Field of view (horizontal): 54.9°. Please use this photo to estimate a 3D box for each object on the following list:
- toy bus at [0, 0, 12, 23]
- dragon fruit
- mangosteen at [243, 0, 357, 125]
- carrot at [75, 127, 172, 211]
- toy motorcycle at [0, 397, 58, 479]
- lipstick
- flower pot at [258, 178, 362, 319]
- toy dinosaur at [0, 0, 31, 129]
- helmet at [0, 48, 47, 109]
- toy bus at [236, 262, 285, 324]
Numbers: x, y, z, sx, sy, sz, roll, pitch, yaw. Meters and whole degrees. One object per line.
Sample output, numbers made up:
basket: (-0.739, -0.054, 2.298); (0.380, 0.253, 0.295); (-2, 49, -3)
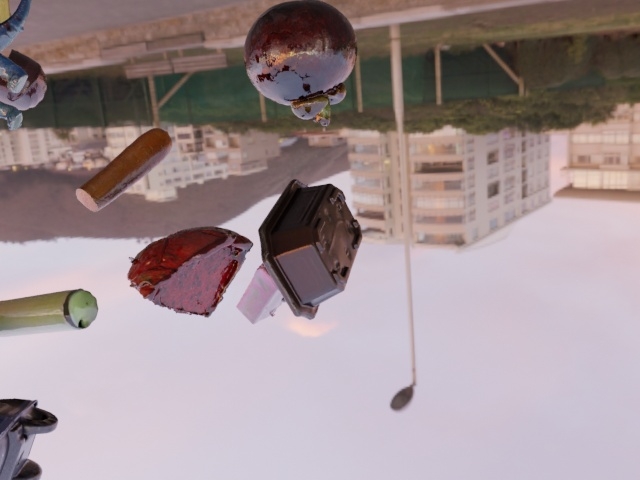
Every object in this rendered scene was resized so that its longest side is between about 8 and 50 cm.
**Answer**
toy bus: (-0.527, -0.385, 0.874); (0.151, 0.331, 0.145); (-18, -127, -34)
dragon fruit: (-0.183, 0.022, 0.791); (0.127, 0.120, 0.161); (26, 180, 24)
mangosteen: (-0.038, -0.333, 1.149); (0.216, 0.216, 0.216); (-5, -166, 1)
carrot: (-0.371, -0.144, 1.200); (0.067, 0.067, 0.225); (8, -134, 42)
toy motorcycle: (-0.475, 0.273, 0.788); (0.212, 0.125, 0.358); (18, 175, -11)
lipstick: (-0.539, 0.140, 1.151); (0.304, 0.076, 0.076); (-11, -171, 31)
flower pot: (0.000, 0.000, 1.012); (0.084, 0.179, 0.251); (-19, -157, 25)
toy dinosaur: (-0.400, -0.157, 0.687); (0.329, 0.144, 0.076); (-44, 179, -5)
helmet: (-0.530, -0.278, 1.104); (0.070, 0.098, 0.123); (23, 161, -8)
toy bus: (-0.107, 0.098, 1.393); (0.112, 0.090, 0.274); (-41, 172, -32)
